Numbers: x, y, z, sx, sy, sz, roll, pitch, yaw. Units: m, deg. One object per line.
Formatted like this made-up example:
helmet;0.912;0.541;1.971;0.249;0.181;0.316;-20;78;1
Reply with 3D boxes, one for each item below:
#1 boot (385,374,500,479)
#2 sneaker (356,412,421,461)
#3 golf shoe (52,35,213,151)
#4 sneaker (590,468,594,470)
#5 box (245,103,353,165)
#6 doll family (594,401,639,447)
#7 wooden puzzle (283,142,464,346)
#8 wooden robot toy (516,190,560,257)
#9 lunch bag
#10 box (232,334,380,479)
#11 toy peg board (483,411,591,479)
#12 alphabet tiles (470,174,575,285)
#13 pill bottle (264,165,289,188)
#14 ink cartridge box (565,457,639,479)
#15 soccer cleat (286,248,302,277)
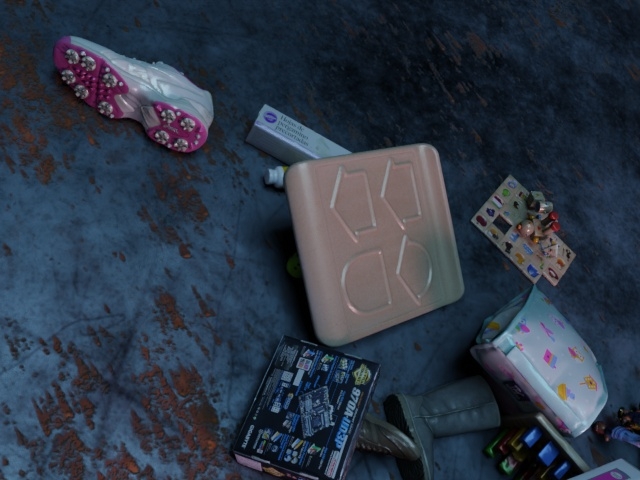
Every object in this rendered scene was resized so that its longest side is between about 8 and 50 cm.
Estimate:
boot;0.230;0.341;1.244;0.209;0.076;0.189;3;65;-32
sneaker;0.073;0.326;1.161;0.188;0.066;0.071;29;68;19
golf shoe;-0.335;-0.285;1.284;0.306;0.115;0.140;32;45;-15
sneaker;0.500;0.531;1.259;0.088;0.092;0.228;9;81;-24
box;0.010;-0.158;1.396;0.324;0.067;0.063;28;56;-9
doll family;0.635;0.368;1.395;0.193;0.111;0.076;7;95;-35
wooden puzzle;0.098;-0.002;1.289;0.348;0.081;0.322;-14;93;-35
wooden robot toy;0.475;-0.039;1.544;0.079;0.076;0.173;4;62;-11
lunch bag;0.398;0.226;1.274;0.223;0.160;0.262;51;22;5
box;-0.018;0.275;1.122;0.175;0.051;0.220;14;54;13
toy peg board;0.380;0.395;1.234;0.079;0.160;0.161;-39;85;-19
alphabet tiles;0.468;-0.016;1.574;0.237;0.009;0.198;45;54;2
pill bottle;-0.065;-0.122;1.354;0.083;0.043;0.043;1;64;-25
ink cartridge box;0.351;0.461;1.059;0.371;0.175;0.069;-5;24;-36
soccer cleat;0.000;0.000;1.303;0.060;0.072;0.179;39;55;-2
